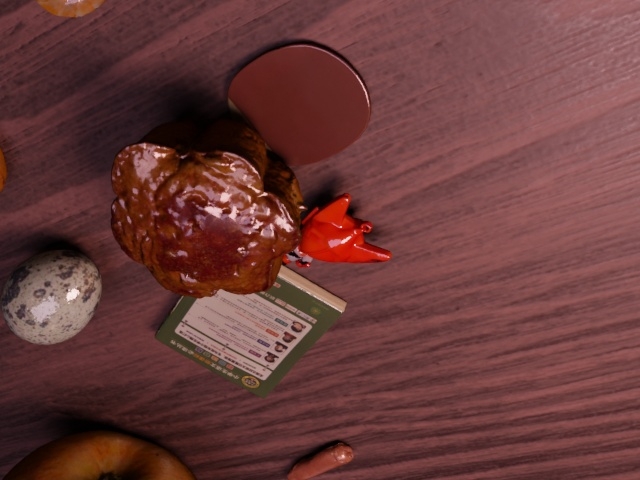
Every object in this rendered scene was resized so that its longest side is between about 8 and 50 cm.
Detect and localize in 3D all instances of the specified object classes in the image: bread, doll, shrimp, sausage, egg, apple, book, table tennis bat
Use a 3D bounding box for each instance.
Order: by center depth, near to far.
[{"bbox_3d":[-0.276,-0.314,1.065,0.095,0.045,0.162,24,132,-4],"label":"shrimp"},{"bbox_3d":[-0.063,-0.143,1.164,0.274,0.021,0.154,-24,118,33],"label":"table tennis bat"},{"bbox_3d":[-0.130,-0.031,1.175,0.232,0.135,0.246,8,131,11],"label":"bread"},{"bbox_3d":[0.000,0.000,1.244,0.169,0.057,0.109,-18,119,36],"label":"doll"},{"bbox_3d":[-0.391,0.080,1.404,0.172,0.132,0.132,-34,114,27],"label":"egg"},{"bbox_3d":[-0.110,0.119,1.413,0.202,0.027,0.264,30,133,-10],"label":"book"},{"bbox_3d":[-0.006,0.378,1.606,0.042,0.036,0.158,46,131,-8],"label":"sausage"},{"bbox_3d":[-0.372,0.500,1.620,0.400,0.400,0.333,25,96,-4],"label":"apple"}]

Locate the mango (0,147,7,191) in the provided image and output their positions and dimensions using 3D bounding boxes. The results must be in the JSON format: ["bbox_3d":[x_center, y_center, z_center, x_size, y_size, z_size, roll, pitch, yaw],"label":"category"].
[{"bbox_3d":[-0.466,-0.108,1.297,0.063,0.077,0.127,19,125,36],"label":"mango"}]
